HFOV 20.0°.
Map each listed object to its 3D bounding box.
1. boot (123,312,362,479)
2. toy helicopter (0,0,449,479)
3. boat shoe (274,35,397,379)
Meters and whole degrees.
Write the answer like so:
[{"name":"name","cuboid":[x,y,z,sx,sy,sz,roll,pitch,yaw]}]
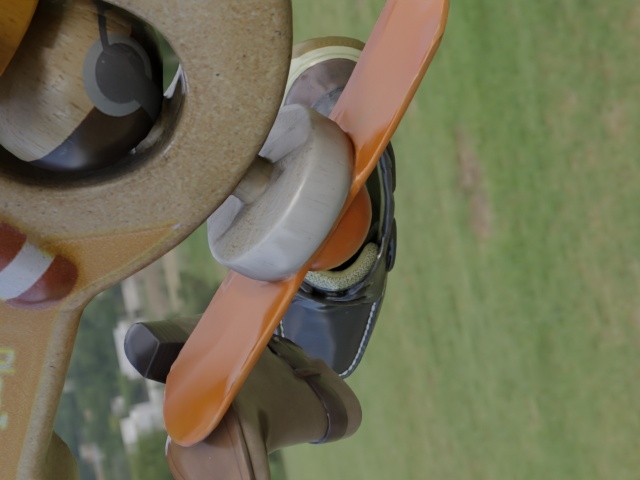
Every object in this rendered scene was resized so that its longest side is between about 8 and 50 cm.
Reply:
[{"name":"boot","cuboid":[-0.020,0.065,0.680,0.042,0.087,0.118,-57,44,23]},{"name":"toy helicopter","cuboid":[-0.092,0.004,0.636,0.140,0.235,0.355,-101,20,-46]},{"name":"boat shoe","cuboid":[0.001,-0.001,0.977,0.073,0.080,0.223,-96,8,-51]}]
